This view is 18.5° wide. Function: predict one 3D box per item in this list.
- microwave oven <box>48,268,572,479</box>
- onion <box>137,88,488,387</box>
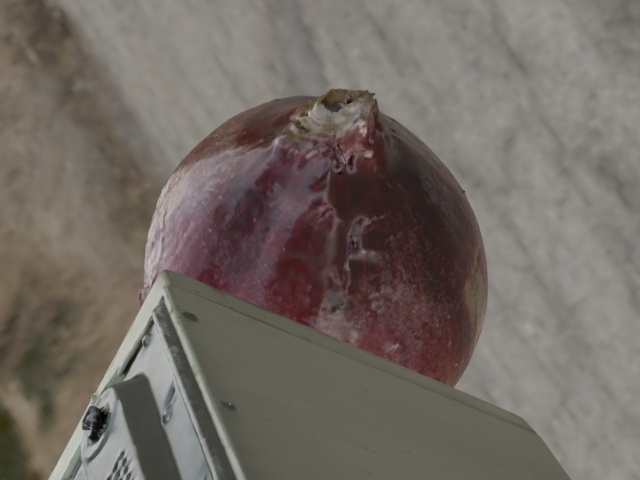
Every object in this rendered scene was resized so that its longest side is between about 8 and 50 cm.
[{"bbox_3d":[-0.030,0.162,0.520,0.145,0.240,0.194,25,-166,-19],"label":"microwave oven"},{"bbox_3d":[0.000,0.000,0.856,0.159,0.159,0.195,47,149,31],"label":"onion"}]
